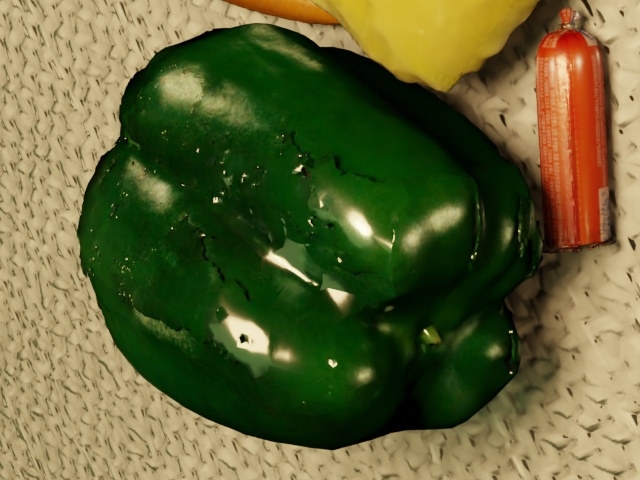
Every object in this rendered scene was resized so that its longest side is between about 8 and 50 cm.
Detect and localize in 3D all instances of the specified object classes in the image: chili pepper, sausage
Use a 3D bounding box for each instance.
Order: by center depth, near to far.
[{"bbox_3d":[0.149,-0.066,0.932,0.050,0.048,0.145,-5,101,-1],"label":"sausage"},{"bbox_3d":[0.000,0.000,0.942,0.256,0.248,0.233,31,121,44],"label":"chili pepper"}]

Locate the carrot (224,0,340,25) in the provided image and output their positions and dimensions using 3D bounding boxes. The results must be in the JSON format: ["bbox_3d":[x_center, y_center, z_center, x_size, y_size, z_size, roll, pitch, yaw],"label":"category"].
[{"bbox_3d":[-0.081,-0.208,1.115,0.271,0.066,0.062,42,170,25],"label":"carrot"}]

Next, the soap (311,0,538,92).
[{"bbox_3d":[0.090,-0.318,0.876,0.306,0.115,0.427,53,131,26],"label":"soap"}]
